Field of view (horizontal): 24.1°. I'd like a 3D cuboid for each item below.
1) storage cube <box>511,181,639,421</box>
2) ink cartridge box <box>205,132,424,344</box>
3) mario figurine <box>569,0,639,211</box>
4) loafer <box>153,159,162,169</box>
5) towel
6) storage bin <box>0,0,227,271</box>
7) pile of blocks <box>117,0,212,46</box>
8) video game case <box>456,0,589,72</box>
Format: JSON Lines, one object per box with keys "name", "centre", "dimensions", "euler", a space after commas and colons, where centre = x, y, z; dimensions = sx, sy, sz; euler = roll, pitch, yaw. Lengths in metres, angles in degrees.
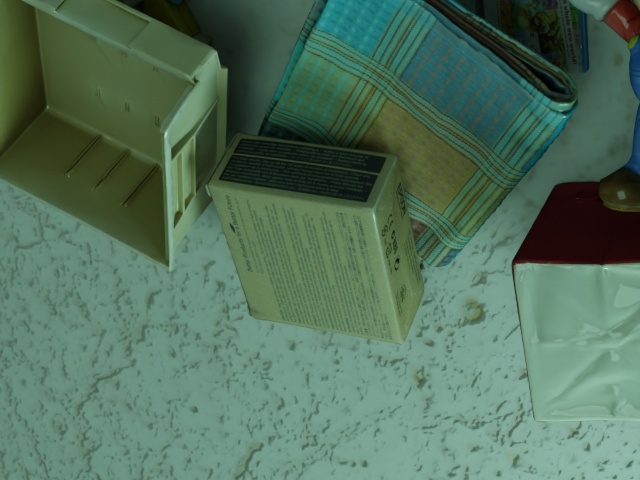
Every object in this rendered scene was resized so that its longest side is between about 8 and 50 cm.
{"name": "storage cube", "centre": [0.313, 0.060, 1.534], "dimensions": [0.184, 0.193, 0.215], "euler": [-1, 115, 23]}
{"name": "ink cartridge box", "centre": [0.000, 0.000, 1.647], "dimensions": [0.193, 0.088, 0.234], "euler": [10, 143, 21]}
{"name": "mario figurine", "centre": [0.310, -0.182, 1.399], "dimensions": [0.198, 0.170, 0.320], "euler": [5, 98, 21]}
{"name": "loafer", "centre": [-0.177, -0.081, 1.760], "dimensions": [0.045, 0.039, 0.125], "euler": [-10, 110, 27]}
{"name": "towel", "centre": [0.083, -0.123, 1.537], "dimensions": [0.271, 0.040, 0.370], "euler": [35, 149, 2]}
{"name": "storage bin", "centre": [-0.241, -0.138, 1.620], "dimensions": [0.262, 0.123, 0.260], "euler": [27, 147, 15]}
{"name": "pile of blocks", "centre": [-0.229, -0.331, 1.617], "dimensions": [0.149, 0.112, 0.362], "euler": [-27, 102, 31]}
{"name": "video game case", "centre": [0.191, -0.231, 1.547], "dimensions": [0.166, 0.015, 0.119], "euler": [2, 115, 22]}
